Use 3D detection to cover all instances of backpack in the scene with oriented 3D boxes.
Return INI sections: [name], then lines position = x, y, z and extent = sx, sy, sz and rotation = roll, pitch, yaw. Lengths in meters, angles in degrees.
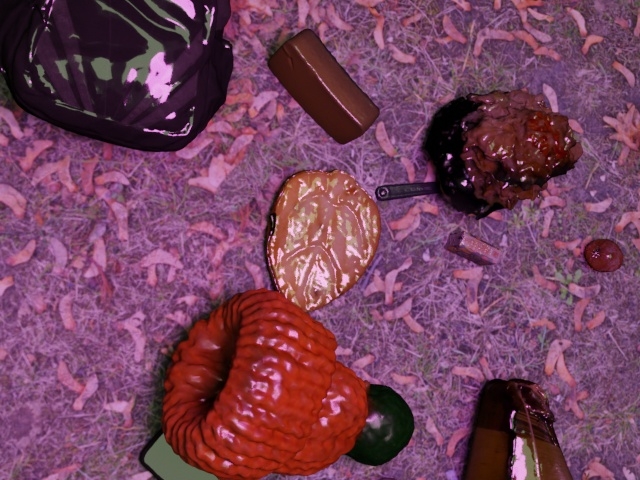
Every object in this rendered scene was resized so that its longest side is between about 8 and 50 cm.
[backpack]
position = -0.288, -0.371, 1.253
extent = 0.363, 0.255, 0.446
rotation = 15, 95, -15

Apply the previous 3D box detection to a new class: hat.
[hat]
position = -0.047, 0.270, 1.320
extent = 0.400, 0.285, 0.285
rotation = 40, 74, -38

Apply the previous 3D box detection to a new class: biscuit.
[biscuit]
position = -0.003, 0.000, 1.425
extent = 0.203, 0.041, 0.260
rotation = 22, 80, -18

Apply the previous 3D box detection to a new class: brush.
[brush]
position = 0.006, -0.256, 1.401
extent = 0.197, 0.123, 0.059
rotation = 48, 70, -10

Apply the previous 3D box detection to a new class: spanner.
[spanner]
position = 0.197, -0.091, 1.507
extent = 0.208, 0.012, 0.046
rotation = -7, 89, -18

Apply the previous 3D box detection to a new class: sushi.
[sushi]
position = 0.320, -0.163, 1.437
extent = 0.225, 0.219, 0.238
rotation = 43, 67, -11

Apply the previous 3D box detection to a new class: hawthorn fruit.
[hawthorn fruit]
position = 0.552, 0.037, 1.594
extent = 0.103, 0.067, 0.067
rotation = 31, 76, -40

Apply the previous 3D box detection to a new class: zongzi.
[zongzi]
position = 0.413, 0.407, 1.451
extent = 0.317, 0.154, 0.289
rotation = 16, 82, -7

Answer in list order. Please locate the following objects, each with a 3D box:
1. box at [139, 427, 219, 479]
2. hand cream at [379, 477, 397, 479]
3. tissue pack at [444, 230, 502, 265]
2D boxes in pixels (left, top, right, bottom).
[box]
position = -0.210, 0.343, 1.340
extent = 0.125, 0.027, 0.126
rotation = 46, 76, -7
[hand cream]
position = 0.170, 0.516, 1.428
extent = 0.133, 0.083, 0.248
rotation = -40, 109, -16
[tissue pack]
position = 0.275, 0.016, 1.497
extent = 0.083, 0.063, 0.035
rotation = 26, 76, -13
